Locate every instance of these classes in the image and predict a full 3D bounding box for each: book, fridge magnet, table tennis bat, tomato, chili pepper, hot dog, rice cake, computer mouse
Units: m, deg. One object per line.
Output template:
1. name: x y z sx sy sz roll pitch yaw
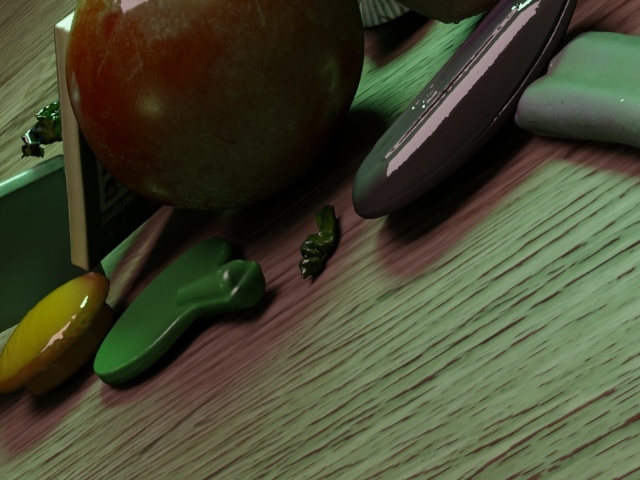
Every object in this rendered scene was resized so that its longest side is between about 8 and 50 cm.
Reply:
1. book: -0.169 -0.128 1.634 0.027 0.264 0.202 23 44 23
2. fridge magnet: -0.244 0.088 1.627 0.143 0.063 0.143 -39 20 17
3. table tennis bat: -0.114 0.053 1.481 0.160 0.039 0.257 -55 16 -24
4. tomato: -0.077 -0.151 1.495 0.222 0.270 0.270 22 63 25
5. chili pepper: 0.000 0.000 1.372 0.027 0.022 0.083 -1 36 16
6. hot dog: 0.058 -0.240 1.658 0.108 0.059 0.191 -31 18 3
7. rice cake: 0.195 -0.093 1.125 0.080 0.042 0.222 -44 19 -7
8. computer mouse: 0.109 -0.101 1.279 0.232 0.057 0.120 -49 9 6

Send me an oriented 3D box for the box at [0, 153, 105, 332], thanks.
1. box: -0.336 0.026 1.734 0.243 0.135 0.163 -30 7 -39

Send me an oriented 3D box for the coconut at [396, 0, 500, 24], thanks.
1. coconut: 0.105 -0.297 1.415 0.247 0.245 0.245 -48 18 -29

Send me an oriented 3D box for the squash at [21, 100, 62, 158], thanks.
1. squash: -0.168 -0.158 1.795 0.331 0.087 0.087 -30 6 -39
